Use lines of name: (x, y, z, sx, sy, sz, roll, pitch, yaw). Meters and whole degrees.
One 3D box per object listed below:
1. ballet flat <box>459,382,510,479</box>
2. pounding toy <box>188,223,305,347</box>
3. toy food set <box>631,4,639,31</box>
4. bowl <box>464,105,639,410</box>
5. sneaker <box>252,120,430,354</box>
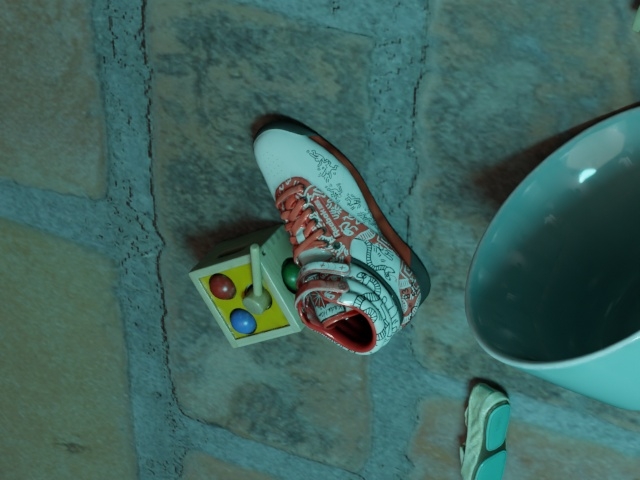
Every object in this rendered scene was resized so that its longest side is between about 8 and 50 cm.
ballet flat: (0.189, 0.236, 1.764, 0.052, 0.057, 0.168, 40, 136, 40)
pounding toy: (-0.073, 0.050, 1.754, 0.141, 0.100, 0.130, -17, 111, 38)
toy food set: (0.389, -0.207, 1.348, 0.192, 0.038, 0.132, 28, 124, 19)
bowl: (0.307, 0.036, 1.413, 0.312, 0.311, 0.163, -21, 127, 39)
sneaker: (0.001, 0.000, 1.645, 0.270, 0.145, 0.090, 50, 132, -7)
